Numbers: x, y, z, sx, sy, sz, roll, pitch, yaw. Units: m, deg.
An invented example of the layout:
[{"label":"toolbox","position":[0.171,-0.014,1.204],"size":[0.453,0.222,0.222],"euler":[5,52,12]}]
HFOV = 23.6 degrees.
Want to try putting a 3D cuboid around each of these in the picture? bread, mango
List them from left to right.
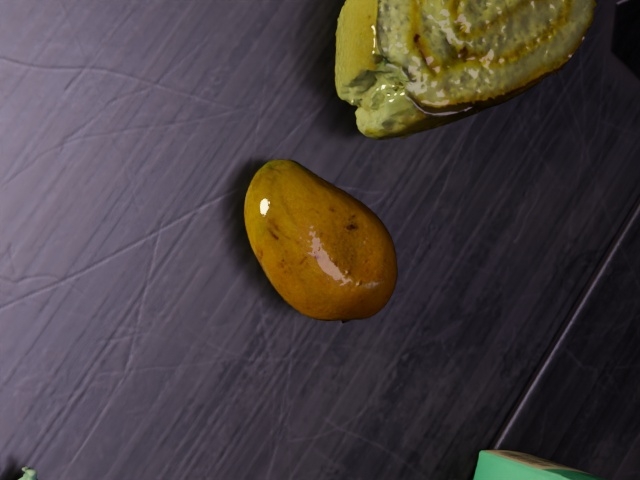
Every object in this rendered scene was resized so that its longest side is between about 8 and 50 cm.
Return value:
[{"label":"mango","position":[-0.002,0.007,1.377],"size":[0.165,0.089,0.115],"euler":[33,77,-23]},{"label":"bread","position":[0.117,-0.203,1.407],"size":[0.257,0.124,0.186],"euler":[-38,103,-19]}]

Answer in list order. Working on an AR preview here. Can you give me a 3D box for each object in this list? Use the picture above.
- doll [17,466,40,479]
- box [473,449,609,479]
[{"label":"doll","position":[-0.232,0.274,1.295],"size":[0.159,0.059,0.159],"euler":[11,90,-28]},{"label":"box","position":[0.210,0.371,1.453],"size":[0.118,0.205,0.311],"euler":[16,87,-26]}]
